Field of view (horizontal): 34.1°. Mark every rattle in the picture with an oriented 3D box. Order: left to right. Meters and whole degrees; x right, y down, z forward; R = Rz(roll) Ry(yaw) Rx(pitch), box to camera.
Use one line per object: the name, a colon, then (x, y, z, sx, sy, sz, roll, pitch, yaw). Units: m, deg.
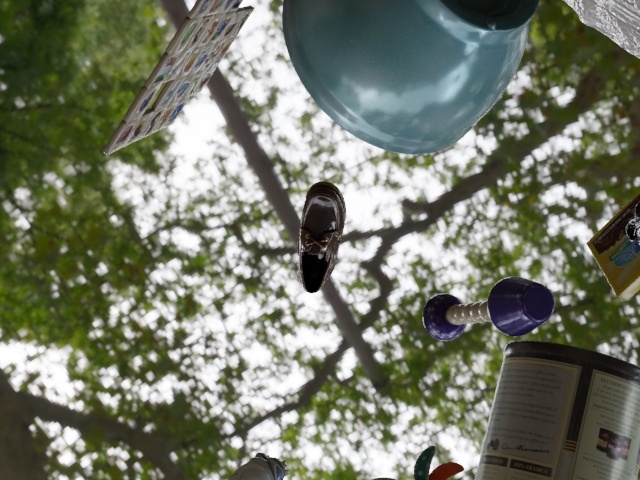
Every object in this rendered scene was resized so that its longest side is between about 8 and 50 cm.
rattle: (0.103, 0.363, 1.435, 0.199, 0.143, 0.130, -37, -125, 5)

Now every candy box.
candy box: (0.434, -0.028, 1.328, 0.206, 0.027, 0.105, -50, -142, 28)

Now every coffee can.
coffee can: (0.303, 0.289, 1.338, 0.201, 0.201, 0.275, 5, -109, 40)

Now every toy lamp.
toy lamp: (0.221, 0.093, 1.395, 0.080, 0.080, 0.274, -40, -173, -21)

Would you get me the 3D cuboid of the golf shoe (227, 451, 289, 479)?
golf shoe: (-0.073, 0.354, 1.283, 0.086, 0.176, 0.069, -20, -172, -39)

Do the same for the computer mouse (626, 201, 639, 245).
computer mouse: (0.391, -0.089, 1.155, 0.042, 0.106, 0.193, 29, -92, 19)

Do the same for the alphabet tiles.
alphabet tiles: (-0.132, -0.190, 1.090, 0.198, 0.009, 0.237, -54, 180, 19)

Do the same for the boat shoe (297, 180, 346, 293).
boat shoe: (0.000, 0.000, 1.702, 0.073, 0.207, 0.073, 10, -136, 8)

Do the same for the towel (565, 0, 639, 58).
towel: (0.384, -0.338, 1.374, 0.049, 0.187, 0.282, -40, -124, -5)

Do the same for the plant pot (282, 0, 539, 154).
plant pot: (0.127, -0.272, 1.210, 0.293, 0.293, 0.196, -51, -172, -33)
